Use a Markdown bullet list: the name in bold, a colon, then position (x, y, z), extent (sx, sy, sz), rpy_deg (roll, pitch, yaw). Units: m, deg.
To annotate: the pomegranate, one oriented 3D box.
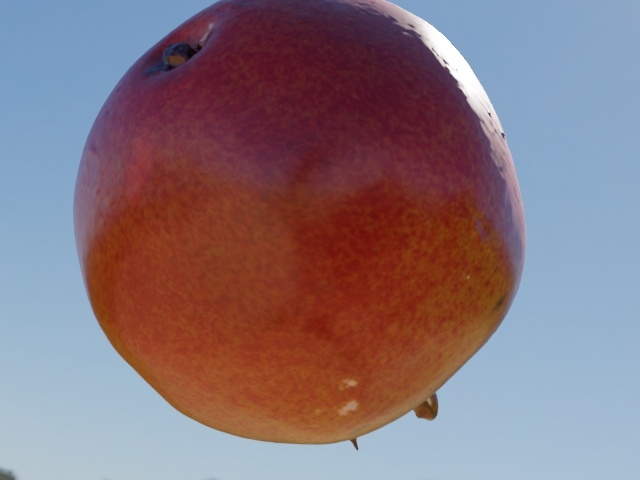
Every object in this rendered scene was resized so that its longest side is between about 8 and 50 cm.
- **pomegranate**: position (0.000, 0.000, 0.692), extent (0.221, 0.221, 0.256), rpy_deg (3, -35, 34)
